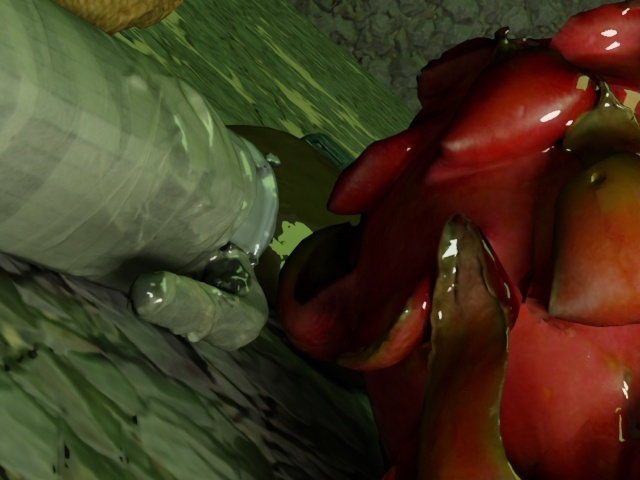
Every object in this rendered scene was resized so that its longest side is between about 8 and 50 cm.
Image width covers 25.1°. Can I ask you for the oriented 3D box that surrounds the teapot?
[{"bbox_3d":[-0.080,-0.021,0.480,0.107,0.077,0.200,59,16,26],"label":"teapot"}]

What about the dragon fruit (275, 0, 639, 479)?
[{"bbox_3d":[0.097,0.042,0.517,0.243,0.227,0.307,56,23,3],"label":"dragon fruit"}]

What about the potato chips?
[{"bbox_3d":[0.000,-0.001,0.750,0.195,0.062,0.208,43,8,-8],"label":"potato chips"}]

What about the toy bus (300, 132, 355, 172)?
[{"bbox_3d":[0.041,-0.003,0.954,0.166,0.047,0.065,43,15,10],"label":"toy bus"}]

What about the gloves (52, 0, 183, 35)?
[{"bbox_3d":[-0.141,-0.150,0.555,0.203,0.155,0.356,38,27,20],"label":"gloves"}]
